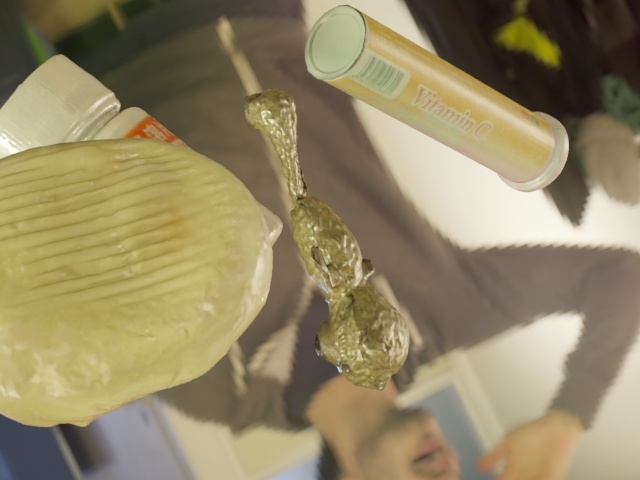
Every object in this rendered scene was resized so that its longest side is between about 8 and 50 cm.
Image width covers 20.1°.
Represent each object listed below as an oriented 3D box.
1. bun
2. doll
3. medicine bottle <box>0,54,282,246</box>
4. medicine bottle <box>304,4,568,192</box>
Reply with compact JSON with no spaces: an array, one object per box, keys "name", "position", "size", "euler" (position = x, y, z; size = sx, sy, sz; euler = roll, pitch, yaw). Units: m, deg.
[{"name":"bun","position":[-0.233,0.048,1.930],"size":[0.361,0.361,0.213],"euler":[-26,149,-19]},{"name":"doll","position":[0.002,0.001,1.718],"size":[0.091,0.286,0.203],"euler":[-23,-159,-3]},{"name":"medicine bottle","position":[-0.250,-0.055,2.347],"size":[0.211,0.371,0.211],"euler":[-52,180,0]},{"name":"medicine bottle","position":[0.149,-0.172,2.209],"size":[0.108,0.108,0.426],"euler":[-27,148,30]}]
